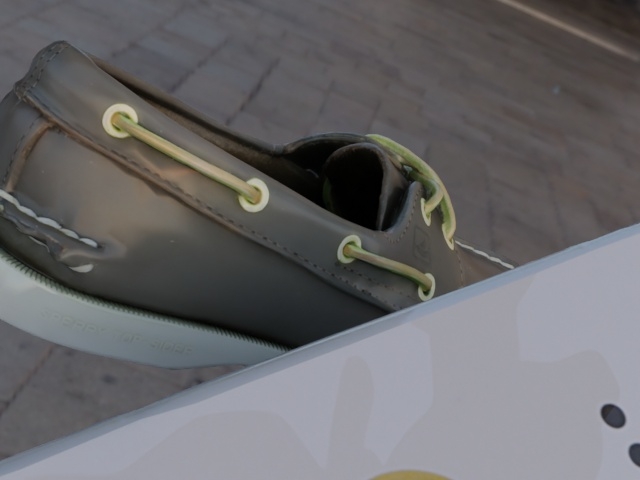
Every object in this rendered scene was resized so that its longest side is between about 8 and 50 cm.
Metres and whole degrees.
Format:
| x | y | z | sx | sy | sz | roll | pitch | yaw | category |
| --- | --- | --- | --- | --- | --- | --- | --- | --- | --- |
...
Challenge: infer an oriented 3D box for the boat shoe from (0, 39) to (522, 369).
| x | y | z | sx | sy | sz | roll | pitch | yaw | category |
| --- | --- | --- | --- | --- | --- | --- | --- | --- | --- |
| 0.002 | 0.002 | 0.521 | 0.305 | 0.091 | 0.109 | 14 | 20 | -41 | boat shoe |

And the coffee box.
| x | y | z | sx | sy | sz | roll | pitch | yaw | category |
| --- | --- | --- | --- | --- | --- | --- | --- | --- | --- |
| 0.012 | 0.256 | 0.402 | 0.334 | 0.338 | 0.337 | -17 | 63 | -30 | coffee box |
